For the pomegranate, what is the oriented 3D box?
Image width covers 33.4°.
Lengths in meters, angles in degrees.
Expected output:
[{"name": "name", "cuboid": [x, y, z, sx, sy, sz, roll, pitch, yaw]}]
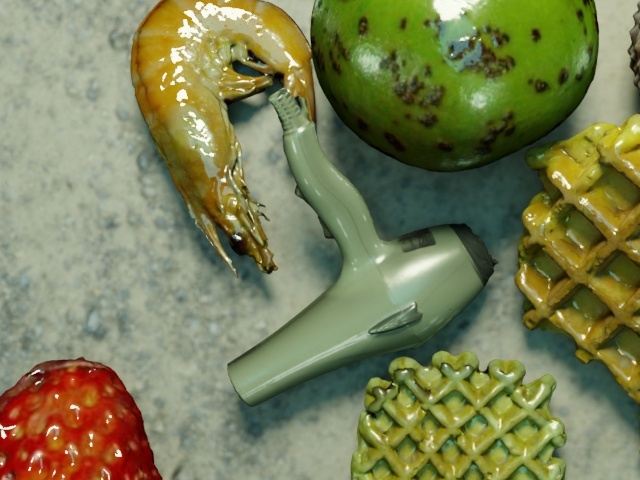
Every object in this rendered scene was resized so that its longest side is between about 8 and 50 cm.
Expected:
[{"name": "pomegranate", "cuboid": [0.095, -0.167, 0.756, 0.211, 0.263, 0.211, -2, 44, 2]}]

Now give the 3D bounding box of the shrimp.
[{"name": "shrimp", "cuboid": [-0.071, -0.093, 0.868, 0.150, 0.068, 0.248, -12, 86, 1]}]

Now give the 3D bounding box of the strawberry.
[{"name": "strawberry", "cuboid": [-0.201, 0.210, 0.829, 0.205, 0.205, 0.244, -5, 68, 8]}]

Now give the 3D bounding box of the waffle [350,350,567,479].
[{"name": "waffle", "cuboid": [0.109, 0.176, 0.836, 0.169, 0.036, 0.183, 6, 100, 3]}]

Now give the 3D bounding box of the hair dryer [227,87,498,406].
[{"name": "hair dryer", "cuboid": [-0.010, 0.031, 0.818, 0.225, 0.088, 0.219, 36, 101, -18]}]

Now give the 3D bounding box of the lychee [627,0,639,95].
[{"name": "lychee", "cuboid": [0.306, -0.138, 0.773, 0.165, 0.197, 0.165, 5, 58, -7]}]

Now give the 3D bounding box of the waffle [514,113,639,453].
[{"name": "waffle", "cuboid": [0.270, 0.043, 0.756, 0.282, 0.058, 0.300, -22, 99, 42]}]
